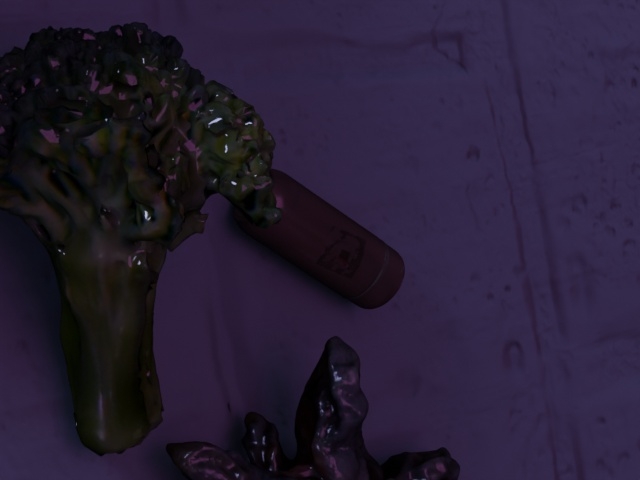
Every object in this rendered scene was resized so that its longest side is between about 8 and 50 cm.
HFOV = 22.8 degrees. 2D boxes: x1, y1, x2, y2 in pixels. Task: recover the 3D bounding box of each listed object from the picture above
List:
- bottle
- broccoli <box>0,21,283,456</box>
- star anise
[{"bbox_3d":[0.000,0.000,1.174,0.140,0.053,0.053,34,64,-32],"label":"bottle"},{"bbox_3d":[-0.111,-0.010,1.005,0.177,0.199,0.274,-96,163,-69],"label":"broccoli"},{"bbox_3d":[0.015,0.204,1.124,0.283,0.129,0.212,39,44,-33],"label":"star anise"}]
